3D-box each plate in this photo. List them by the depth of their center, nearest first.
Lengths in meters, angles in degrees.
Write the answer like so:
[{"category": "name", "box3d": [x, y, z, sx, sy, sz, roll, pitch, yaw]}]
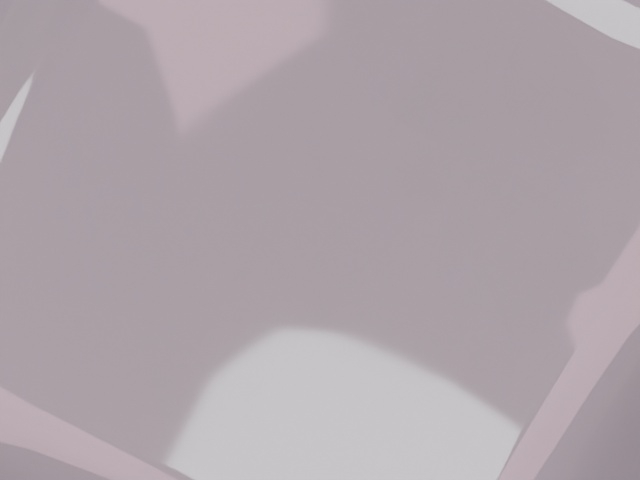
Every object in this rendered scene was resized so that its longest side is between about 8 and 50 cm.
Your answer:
[{"category": "plate", "box3d": [0.000, 0.000, 0.494, 0.278, 0.045, 0.277, 26, 103, -14]}]

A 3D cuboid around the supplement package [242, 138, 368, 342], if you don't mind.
[{"category": "supplement package", "box3d": [-0.052, 0.091, 0.635, 0.177, 0.175, 0.293, -14, 109, 0]}]
